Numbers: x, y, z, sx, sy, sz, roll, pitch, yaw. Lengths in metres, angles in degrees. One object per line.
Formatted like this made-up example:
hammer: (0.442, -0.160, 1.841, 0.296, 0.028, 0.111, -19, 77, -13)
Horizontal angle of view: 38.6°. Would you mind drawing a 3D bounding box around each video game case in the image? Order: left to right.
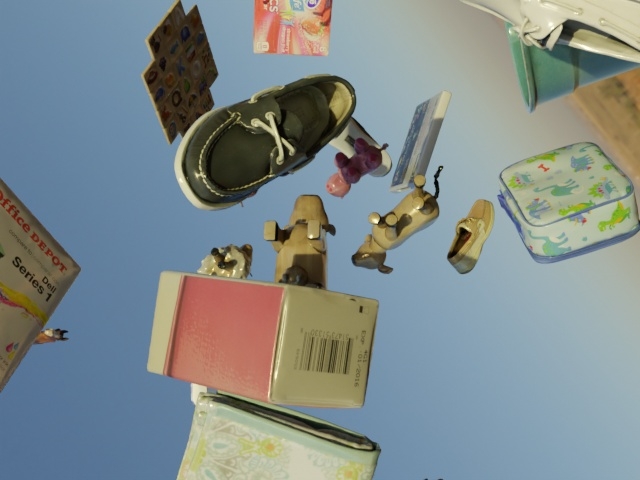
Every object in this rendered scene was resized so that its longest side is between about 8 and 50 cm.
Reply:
video game case: (0.194, -0.189, 1.791, 0.022, 0.190, 0.173, 19, 175, -10)

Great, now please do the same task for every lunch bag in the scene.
lunch bag: (0.369, -0.060, 1.385, 0.219, 0.176, 0.090, -101, -10, -62)

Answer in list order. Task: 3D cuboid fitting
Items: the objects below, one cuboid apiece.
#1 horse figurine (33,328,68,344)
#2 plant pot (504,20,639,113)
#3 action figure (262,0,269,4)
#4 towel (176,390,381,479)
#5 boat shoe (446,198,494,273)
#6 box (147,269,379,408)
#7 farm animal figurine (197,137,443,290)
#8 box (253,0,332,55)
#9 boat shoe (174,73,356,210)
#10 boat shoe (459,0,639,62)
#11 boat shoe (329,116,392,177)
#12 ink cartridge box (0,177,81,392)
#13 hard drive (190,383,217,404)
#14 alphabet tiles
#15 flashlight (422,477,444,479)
horse figurine: (-0.630, 0.205, 1.710, 0.066, 0.263, 0.174, 63, -173, 19)
plant pot: (0.495, -0.427, 1.600, 0.341, 0.334, 0.341, -12, -90, -79)
action figure: (-0.057, -0.445, 1.543, 0.038, 0.115, 0.030, 55, 169, -21)
towel: (-0.101, 0.485, 1.806, 0.374, 0.321, 0.090, 19, -164, 4)
boat shoe: (0.240, -0.014, 1.467, 0.045, 0.050, 0.135, 35, -117, -27)
box: (-0.070, 0.111, 1.053, 0.148, 0.232, 0.127, 12, -96, -42)
farm animal figurine: (0.000, 0.000, 1.432, 0.330, 0.327, 0.172, 17, 168, 15)
box: (-0.049, -0.519, 1.747, 0.154, 0.300, 0.142, 1, -150, -4)
boat shoe: (-0.058, -0.131, 1.094, 0.114, 0.091, 0.302, 61, -142, -17)
boat shoe: (0.264, -0.260, 1.040, 0.258, 0.084, 0.095, 13, 171, 11)
boat shoe: (0.055, -0.215, 1.849, 0.228, 0.080, 0.076, 39, -175, 0)
ink cartridge box: (-0.474, 0.071, 1.215, 0.201, 0.117, 0.278, 55, -144, -28)
hard drive: (-0.267, 0.275, 2.247, 0.318, 0.040, 0.210, 18, -109, -85)
alphabet tiles: (-0.349, -0.418, 2.305, 0.343, 0.011, 0.285, 76, -147, -48)
flashlight: (0.172, 0.559, 1.780, 0.103, 0.103, 0.304, 57, -153, 10)
